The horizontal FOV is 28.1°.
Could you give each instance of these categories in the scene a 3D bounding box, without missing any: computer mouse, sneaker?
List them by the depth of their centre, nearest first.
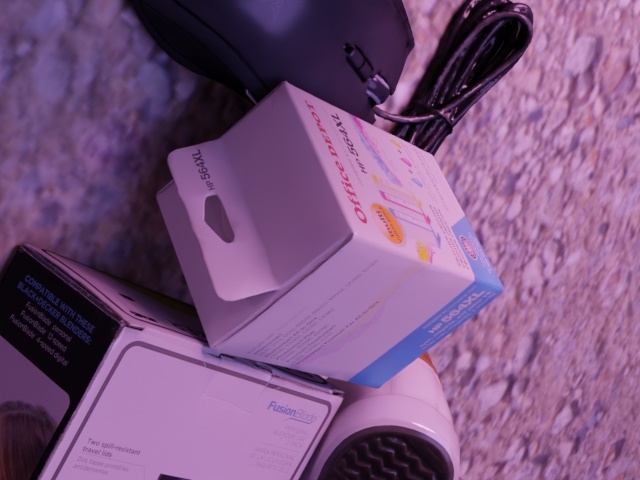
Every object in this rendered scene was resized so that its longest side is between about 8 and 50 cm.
[{"bbox_3d":[0.031,-0.117,0.630,0.184,0.060,0.262,-53,141,-6],"label":"computer mouse"},{"bbox_3d":[-0.004,0.175,0.750,0.105,0.123,0.290,25,119,-13],"label":"sneaker"}]

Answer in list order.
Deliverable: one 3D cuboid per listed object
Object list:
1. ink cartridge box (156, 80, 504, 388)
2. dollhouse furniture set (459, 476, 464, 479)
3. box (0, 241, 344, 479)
[{"bbox_3d":[0.000,0.000,0.600,0.090,0.092,0.143,-39,147,23],"label":"ink cartridge box"},{"bbox_3d":[0.084,0.310,0.874,0.242,0.161,0.212,-49,140,-13],"label":"dollhouse furniture set"},{"bbox_3d":[-0.128,0.163,0.616,0.169,0.087,0.290,24,95,-51],"label":"box"}]
